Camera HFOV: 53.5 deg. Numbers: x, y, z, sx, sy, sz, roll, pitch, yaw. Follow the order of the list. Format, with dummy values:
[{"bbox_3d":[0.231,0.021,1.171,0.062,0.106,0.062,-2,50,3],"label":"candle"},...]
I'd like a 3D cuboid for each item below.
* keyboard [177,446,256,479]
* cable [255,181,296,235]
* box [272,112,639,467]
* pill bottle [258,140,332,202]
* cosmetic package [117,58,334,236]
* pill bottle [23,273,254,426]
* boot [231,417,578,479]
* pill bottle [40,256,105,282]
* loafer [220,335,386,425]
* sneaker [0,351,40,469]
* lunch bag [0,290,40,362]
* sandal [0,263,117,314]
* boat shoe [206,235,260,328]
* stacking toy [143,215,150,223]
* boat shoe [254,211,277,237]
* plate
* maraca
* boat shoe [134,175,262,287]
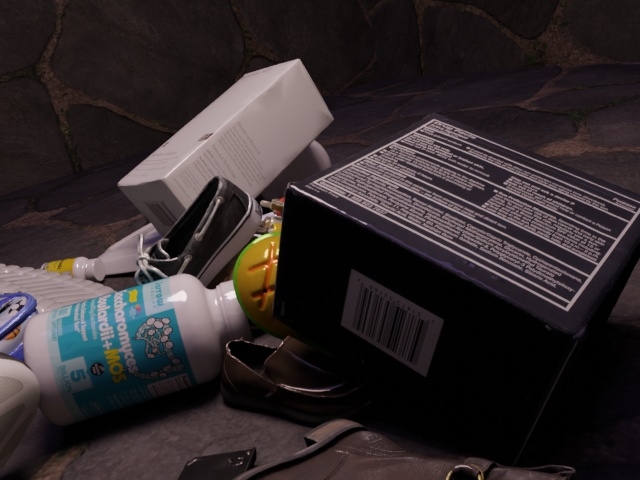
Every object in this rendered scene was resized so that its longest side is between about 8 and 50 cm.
[{"bbox_3d":[-0.102,0.256,0.574,0.108,0.023,0.180,-14,19,16],"label":"keyboard"},{"bbox_3d":[0.029,-0.014,1.046,0.287,0.072,0.139,20,33,-6],"label":"cable"},{"bbox_3d":[0.158,0.024,0.685,0.296,0.183,0.294,30,40,27],"label":"box"},{"bbox_3d":[-0.107,-0.181,1.565,0.181,0.182,0.323,-19,20,-17],"label":"pill bottle"},{"bbox_3d":[-0.179,-0.180,1.261,0.217,0.156,0.385,3,45,50],"label":"cosmetic package"},{"bbox_3d":[-0.223,0.130,0.815,0.264,0.146,0.146,-16,19,-10],"label":"pill bottle"},{"bbox_3d":[0.051,0.221,0.468,0.228,0.091,0.263,3,22,39],"label":"boot"},{"bbox_3d":[-0.503,0.068,1.292,0.116,0.065,0.065,-9,19,10],"label":"pill bottle"},{"bbox_3d":[-0.031,0.153,0.727,0.219,0.078,0.080,-3,21,27],"label":"loafer"},{"bbox_3d":[-0.330,0.273,0.519,0.257,0.169,0.447,4,32,20],"label":"sneaker"},{"bbox_3d":[-0.522,0.180,0.869,0.243,0.115,0.303,-3,31,31],"label":"lunch bag"},{"bbox_3d":[-0.483,0.119,1.090,0.416,0.102,0.169,12,14,25],"label":"sandal"},{"bbox_3d":[-0.093,0.068,0.944,0.341,0.122,0.110,2,24,32],"label":"boat shoe"},{"bbox_3d":[-0.371,-0.197,1.676,0.309,0.130,0.279,-37,8,36],"label":"stacking toy"},{"bbox_3d":[0.000,0.000,1.116,0.301,0.108,0.102,-14,-23,-9],"label":"boat shoe"},{"bbox_3d":[-0.339,-0.007,1.396,0.277,0.045,0.277,-9,20,29],"label":"plate"},{"bbox_3d":[-0.024,0.070,0.793,0.127,0.185,0.099,-49,2,-13],"label":"maraca"},{"bbox_3d":[-0.217,0.039,0.923,0.306,0.105,0.113,-46,41,6],"label":"boat shoe"}]
